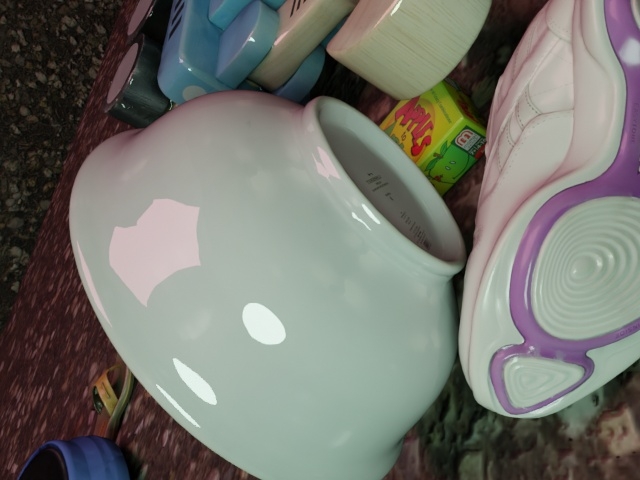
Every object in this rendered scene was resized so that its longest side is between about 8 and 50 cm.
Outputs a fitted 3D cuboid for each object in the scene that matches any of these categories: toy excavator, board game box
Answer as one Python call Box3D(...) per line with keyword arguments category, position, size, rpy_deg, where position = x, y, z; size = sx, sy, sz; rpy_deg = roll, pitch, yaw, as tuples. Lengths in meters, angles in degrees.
Box3D(category="toy excavator", position=(-0.041, -0.237, 0.761), size=(0.445, 0.222, 0.432), rpy_deg=(-39, 38, 37))
Box3D(category="board game box", position=(0.068, -0.059, 0.632), size=(0.181, 0.043, 0.092), rpy_deg=(-49, 33, 27))

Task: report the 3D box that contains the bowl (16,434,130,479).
Box3D(category="bowl", position=(-0.359, 0.449, 0.897), size=(0.391, 0.077, 0.390), rpy_deg=(-34, 46, 44))

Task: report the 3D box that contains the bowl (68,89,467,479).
Box3D(category="bowl", position=(0.000, 0.000, 0.462), size=(0.134, 0.298, 0.297), rpy_deg=(-42, 37, 24))

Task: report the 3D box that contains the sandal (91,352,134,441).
Box3D(category="sandal", position=(-0.324, 0.241, 1.048), size=(0.072, 0.049, 0.180), rpy_deg=(-11, 60, 56))

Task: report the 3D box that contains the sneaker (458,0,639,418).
Box3D(category="sneaker", position=(0.158, -0.039, 0.438), size=(0.152, 0.114, 0.304), rpy_deg=(170, 121, -80))
